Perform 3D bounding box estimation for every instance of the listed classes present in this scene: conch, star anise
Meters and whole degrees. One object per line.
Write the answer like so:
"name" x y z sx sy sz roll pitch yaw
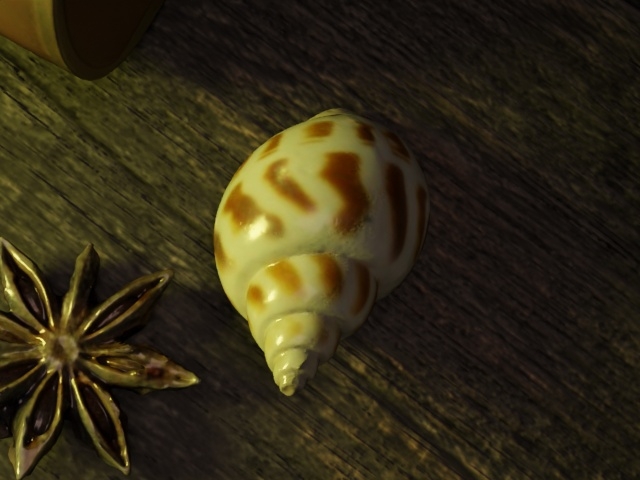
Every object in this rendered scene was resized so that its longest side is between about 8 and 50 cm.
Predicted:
"conch" 0.000 0.000 0.890 0.183 0.149 0.274 14 77 -1
"star anise" -0.232 0.105 0.879 0.262 0.081 0.230 -30 86 -22

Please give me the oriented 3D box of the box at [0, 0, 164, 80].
"box" -0.229 -0.305 0.853 0.216 0.301 0.300 24 79 4
